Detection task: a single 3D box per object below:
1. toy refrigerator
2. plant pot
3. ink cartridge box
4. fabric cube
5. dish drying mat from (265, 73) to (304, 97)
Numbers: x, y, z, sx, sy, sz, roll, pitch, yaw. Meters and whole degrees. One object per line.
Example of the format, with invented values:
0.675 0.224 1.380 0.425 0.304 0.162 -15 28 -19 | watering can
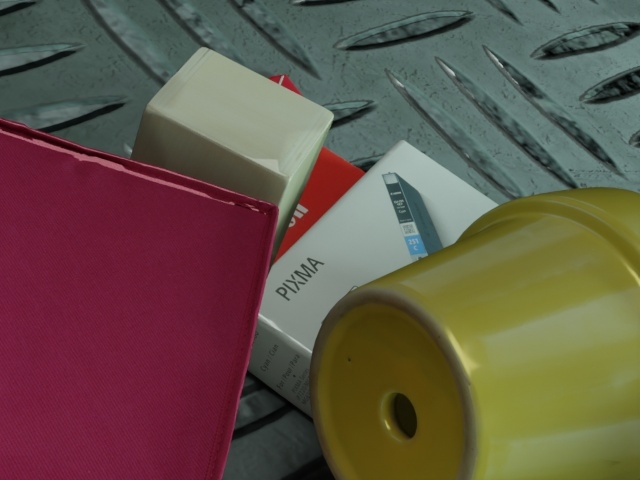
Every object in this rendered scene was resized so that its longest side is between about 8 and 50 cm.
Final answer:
-0.088 0.007 0.872 0.102 0.269 0.094 27 42 4 | toy refrigerator
0.132 0.098 0.866 0.239 0.254 0.254 -9 51 -39 | plant pot
0.000 0.000 1.076 0.261 0.066 0.296 34 42 9 | ink cartridge box
-0.195 0.108 0.728 0.259 0.258 0.254 19 43 -6 | fabric cube
-0.025 -0.136 1.246 0.032 0.008 0.083 -14 54 -36 | dish drying mat
